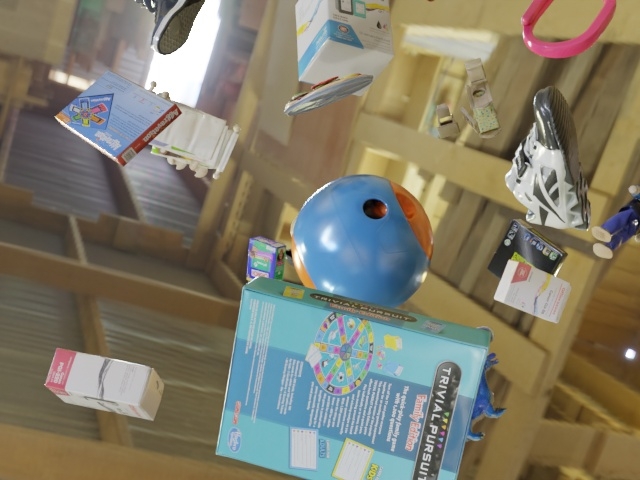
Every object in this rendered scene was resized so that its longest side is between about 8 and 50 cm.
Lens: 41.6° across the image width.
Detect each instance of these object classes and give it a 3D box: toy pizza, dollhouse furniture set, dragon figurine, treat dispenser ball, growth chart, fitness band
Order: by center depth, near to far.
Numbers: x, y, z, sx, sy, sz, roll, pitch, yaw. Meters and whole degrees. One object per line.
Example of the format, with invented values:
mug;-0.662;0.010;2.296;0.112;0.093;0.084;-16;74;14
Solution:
treat dispenser ball;0.084;0.009;1.709;0.288;0.288;0.288;18;-169;-4
toy pizza;0.014;-0.311;1.753;0.201;0.032;0.201;-22;-178;1
growth chart;-0.296;-0.229;1.831;0.237;0.172;0.021;24;-147;-23
dragon figurine;0.335;0.395;1.978;0.144;0.289;0.085;43;173;5
dollhouse furniture set;0.361;-0.345;2.156;0.161;0.182;0.101;-16;-135;14
fitness band;0.665;-0.600;2.254;0.209;0.290;0.054;25;155;28

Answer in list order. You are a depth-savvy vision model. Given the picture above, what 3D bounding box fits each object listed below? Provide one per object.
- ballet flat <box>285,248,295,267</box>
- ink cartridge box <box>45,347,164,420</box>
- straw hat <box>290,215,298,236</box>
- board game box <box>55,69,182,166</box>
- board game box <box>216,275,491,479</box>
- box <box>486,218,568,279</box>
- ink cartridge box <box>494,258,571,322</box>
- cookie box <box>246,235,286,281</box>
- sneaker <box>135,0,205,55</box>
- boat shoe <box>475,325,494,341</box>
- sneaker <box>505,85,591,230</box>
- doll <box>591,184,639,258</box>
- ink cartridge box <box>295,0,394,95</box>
ballet flat;-0.029;0.056;2.238;0.173;0.057;0.049;6;158;40
ink cartridge box;-0.470;0.319;1.856;0.218;0.092;0.158;9;156;5
straw hat;0.000;0.000;1.898;0.145;0.144;0.061;17;-145;-5
board game box;-0.381;-0.233;1.565;0.281;0.145;0.027;31;161;46
board game box;0.041;0.213;1.166;0.336;0.253;0.079;13;-166;11
box;0.603;0.062;2.468;0.045;0.184;0.191;-3;-143;-46
ink cartridge box;0.568;0.138;2.192;0.198;0.115;0.067;21;179;-13
cookie box;-0.130;0.054;2.024;0.092;0.107;0.040;18;-160;37
sneaker;-0.359;-0.501;1.844;0.164;0.226;0.086;12;150;18
boat shoe;0.375;0.278;2.266;0.066;0.183;0.066;-10;-109;-55
sneaker;0.410;-0.139;1.577;0.146;0.330;0.122;0;-135;27
doll;0.580;-0.046;1.567;0.189;0.129;0.046;-34;-145;-28
ink cartridge box;0.061;-0.575;2.291;0.198;0.270;0.197;9;150;-23
